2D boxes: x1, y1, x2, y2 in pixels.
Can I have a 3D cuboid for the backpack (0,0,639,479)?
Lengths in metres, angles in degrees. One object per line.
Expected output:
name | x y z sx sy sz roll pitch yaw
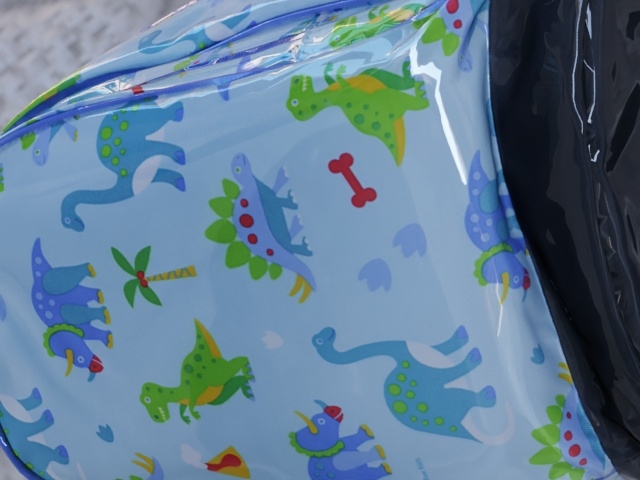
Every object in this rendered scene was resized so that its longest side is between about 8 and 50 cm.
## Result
backpack | 0.000 0.000 0.837 0.355 0.290 0.273 1 27 38
